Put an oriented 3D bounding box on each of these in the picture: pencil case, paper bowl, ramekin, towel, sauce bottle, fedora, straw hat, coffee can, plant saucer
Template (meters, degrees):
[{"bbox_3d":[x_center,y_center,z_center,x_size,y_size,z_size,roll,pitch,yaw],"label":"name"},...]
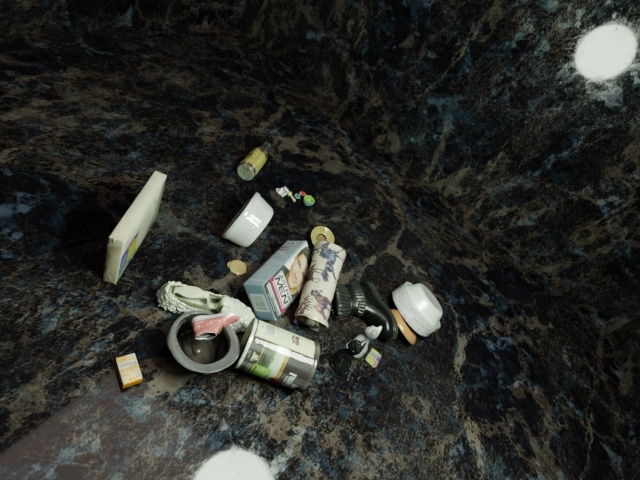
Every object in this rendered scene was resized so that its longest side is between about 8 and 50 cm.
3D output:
[{"bbox_3d":[0.004,0.198,1.836,0.160,0.183,0.410,16,61,-2],"label":"pencil case"},{"bbox_3d":[0.513,0.336,2.074,0.284,0.148,0.284,43,19,-19],"label":"paper bowl"},{"bbox_3d":[-0.336,-0.089,1.916,0.127,0.273,0.273,38,39,-15],"label":"ramekin"},{"bbox_3d":[0.245,0.544,1.876,0.060,0.009,0.083,39,40,6],"label":"towel"},{"bbox_3d":[-0.376,-0.477,2.368,0.111,0.111,0.344,29,39,-6],"label":"sauce bottle"},{"bbox_3d":[-0.437,0.392,1.481,0.275,0.124,0.244,43,39,20],"label":"fedora"},{"bbox_3d":[0.000,0.000,2.194,0.145,0.061,0.144,10,63,-20],"label":"straw hat"},{"bbox_3d":[-0.168,0.439,1.557,0.275,0.201,0.201,24,42,-11],"label":"coffee can"},{"bbox_3d":[0.415,0.420,2.003,0.200,0.037,0.200,53,9,-12],"label":"plant saucer"}]

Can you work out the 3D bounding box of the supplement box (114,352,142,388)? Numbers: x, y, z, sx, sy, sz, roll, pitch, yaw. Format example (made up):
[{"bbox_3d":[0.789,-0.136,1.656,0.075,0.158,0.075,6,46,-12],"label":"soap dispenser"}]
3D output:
[{"bbox_3d":[-0.648,0.439,1.365,0.062,0.036,0.098,-10,57,-40],"label":"supplement box"}]

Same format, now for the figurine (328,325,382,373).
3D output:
[{"bbox_3d":[0.162,0.458,1.750,0.092,0.209,0.215,48,42,15],"label":"figurine"}]

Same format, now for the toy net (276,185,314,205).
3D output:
[{"bbox_3d":[-0.145,-0.276,2.374,0.232,0.045,0.122,22,42,-14],"label":"toy net"}]

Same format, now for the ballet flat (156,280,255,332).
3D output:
[{"bbox_3d":[-0.439,0.260,1.602,0.409,0.147,0.147,19,43,-18],"label":"ballet flat"}]

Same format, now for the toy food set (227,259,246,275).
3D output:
[{"bbox_3d":[-0.380,0.125,1.854,0.083,0.020,0.082,-11,58,-40],"label":"toy food set"}]

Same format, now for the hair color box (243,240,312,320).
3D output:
[{"bbox_3d":[-0.169,0.168,1.814,0.114,0.185,0.374,-1,29,30],"label":"hair color box"}]

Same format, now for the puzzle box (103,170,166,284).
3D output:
[{"bbox_3d":[-0.733,-0.058,1.605,0.052,0.272,0.409,23,42,-13],"label":"puzzle box"}]

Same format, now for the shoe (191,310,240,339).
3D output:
[{"bbox_3d":[-0.373,0.312,1.465,0.178,0.063,0.081,-2,46,-27],"label":"shoe"}]

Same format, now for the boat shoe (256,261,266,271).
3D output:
[{"bbox_3d":[-0.265,0.168,1.851,0.073,0.073,0.207,23,41,-9],"label":"boat shoe"}]

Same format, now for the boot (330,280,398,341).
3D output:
[{"bbox_3d":[0.190,0.348,1.935,0.260,0.131,0.348,-3,48,-38],"label":"boot"}]
